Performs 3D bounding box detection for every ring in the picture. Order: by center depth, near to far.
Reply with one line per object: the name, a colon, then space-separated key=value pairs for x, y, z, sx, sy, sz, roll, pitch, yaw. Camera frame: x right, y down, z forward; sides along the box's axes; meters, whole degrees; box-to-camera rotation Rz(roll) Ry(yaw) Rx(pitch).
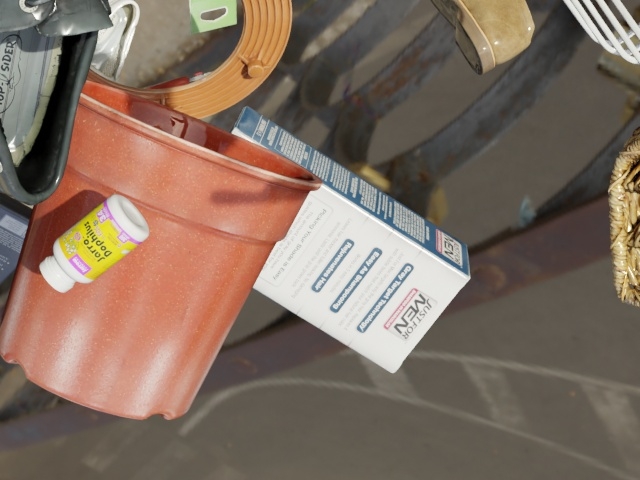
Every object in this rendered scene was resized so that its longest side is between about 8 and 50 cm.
ring: x=-0.201 y=-0.259 z=1.382 sx=0.337 sy=0.032 sz=0.336 roll=-7 pitch=139 yaw=-6

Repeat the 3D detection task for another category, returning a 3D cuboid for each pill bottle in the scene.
pill bottle: x=-0.177 y=0.004 z=0.877 sx=0.083 sy=0.043 sz=0.043 roll=-38 pitch=117 yaw=10

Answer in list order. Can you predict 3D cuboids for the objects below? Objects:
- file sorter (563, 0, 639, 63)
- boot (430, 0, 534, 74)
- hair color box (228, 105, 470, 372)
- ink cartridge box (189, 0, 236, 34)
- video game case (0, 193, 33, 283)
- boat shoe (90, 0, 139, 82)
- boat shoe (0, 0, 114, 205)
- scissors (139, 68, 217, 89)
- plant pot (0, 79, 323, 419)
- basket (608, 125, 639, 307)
file sorter: x=0.336 y=-0.283 z=1.107 sx=0.193 sy=0.277 sz=0.173 roll=-37 pitch=105 yaw=9
boot: x=0.237 y=-0.419 z=1.828 sx=0.305 sy=0.115 sz=0.112 roll=62 pitch=176 yaw=13
hair color box: x=0.000 y=0.000 z=1.443 sx=0.347 sy=0.105 sz=0.174 roll=33 pitch=112 yaw=-8
ink cartridge box: x=-0.187 y=-0.439 z=1.769 sx=0.062 sy=0.109 sz=0.209 roll=19 pitch=119 yaw=33
video game case: x=-0.484 y=0.006 z=1.404 sx=0.196 sy=0.026 sz=0.274 roll=31 pitch=132 yaw=-26
boat shoe: x=-0.348 y=-0.240 z=1.655 sx=0.098 sy=0.277 sz=0.096 roll=28 pitch=168 yaw=-36
boat shoe: x=-0.197 y=-0.163 z=0.797 sx=0.113 sy=0.127 sz=0.340 roll=40 pitch=124 yaw=20
scissors: x=-0.212 y=-0.259 z=1.836 sx=0.109 sy=0.297 sz=0.021 roll=-144 pitch=39 yaw=-77
plant pot: x=-0.174 y=0.012 z=1.093 sx=0.272 sy=0.265 sz=0.272 roll=23 pitch=-172 yaw=-3
basket: x=0.487 y=-0.045 z=1.342 sx=0.299 sy=0.223 sz=0.213 roll=13 pitch=146 yaw=52
